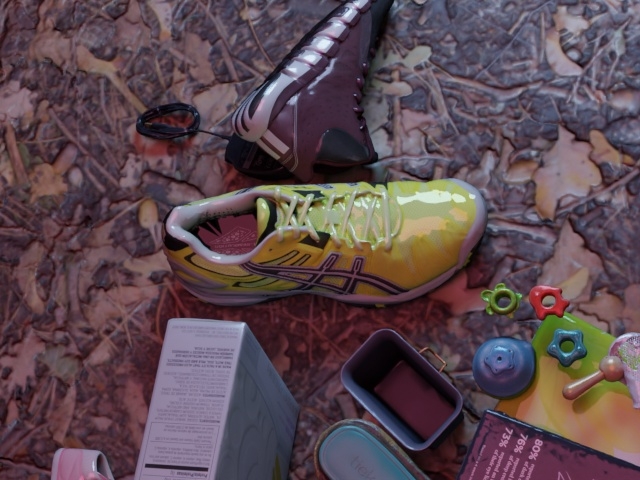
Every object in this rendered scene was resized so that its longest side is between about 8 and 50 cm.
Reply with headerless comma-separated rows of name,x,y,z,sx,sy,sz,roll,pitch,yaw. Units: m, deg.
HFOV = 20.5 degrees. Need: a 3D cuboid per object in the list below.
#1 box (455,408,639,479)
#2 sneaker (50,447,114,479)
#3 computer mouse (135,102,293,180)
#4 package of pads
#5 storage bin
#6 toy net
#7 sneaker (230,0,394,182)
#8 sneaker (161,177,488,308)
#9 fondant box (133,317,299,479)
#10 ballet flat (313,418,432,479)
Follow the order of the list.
box,0.238,0.282,1.787,0.207,0.108,0.153,21,79,19
sneaker,-0.280,0.307,2.076,0.070,0.051,0.134,-6,69,20
computer mouse,-0.119,-0.119,2.163,0.242,0.041,0.071,17,71,27
package of pads,0.322,0.238,1.893,0.296,0.101,0.229,28,83,22
storage bin,0.104,0.170,1.981,0.135,0.091,0.098,43,90,22
toy net,0.277,0.116,1.868,0.232,0.045,0.122,7,72,17
sneaker,0.031,-0.175,2.107,0.162,0.106,0.281,46,66,-9
sneaker,0.000,0.000,2.030,0.385,0.147,0.145,-10,70,12
fondant box,-0.119,0.282,1.902,0.096,0.238,0.330,3,63,17
ballet flat,0.127,0.334,1.917,0.123,0.123,0.348,-44,71,1
